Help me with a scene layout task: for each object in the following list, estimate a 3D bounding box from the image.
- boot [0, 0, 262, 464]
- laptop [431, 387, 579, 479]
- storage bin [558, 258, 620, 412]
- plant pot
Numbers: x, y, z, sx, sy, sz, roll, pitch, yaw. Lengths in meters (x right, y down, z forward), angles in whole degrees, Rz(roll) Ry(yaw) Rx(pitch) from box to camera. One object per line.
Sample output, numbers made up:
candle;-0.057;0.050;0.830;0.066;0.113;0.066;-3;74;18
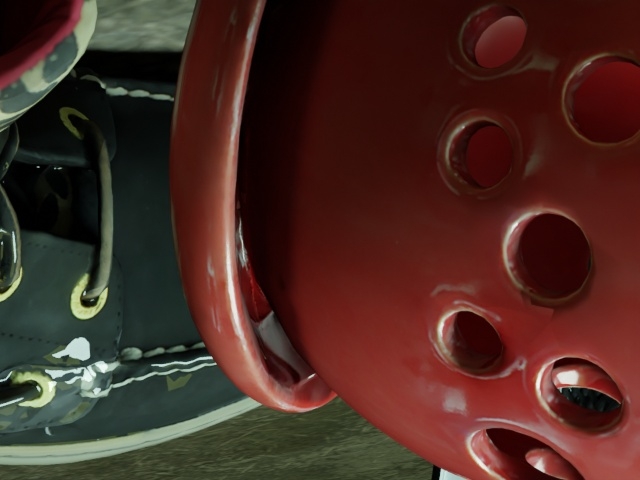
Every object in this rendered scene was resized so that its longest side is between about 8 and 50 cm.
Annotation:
boot;-0.113;-0.023;0.585;0.377;0.138;0.284;0;164;-18
laptop;0.290;0.085;1.109;0.382;0.408;0.236;-1;-164;-30
storage bin;0.187;0.065;0.939;0.180;0.084;0.122;-11;139;-20
plant pot;0.063;-0.019;0.529;0.174;0.191;0.191;9;173;21
